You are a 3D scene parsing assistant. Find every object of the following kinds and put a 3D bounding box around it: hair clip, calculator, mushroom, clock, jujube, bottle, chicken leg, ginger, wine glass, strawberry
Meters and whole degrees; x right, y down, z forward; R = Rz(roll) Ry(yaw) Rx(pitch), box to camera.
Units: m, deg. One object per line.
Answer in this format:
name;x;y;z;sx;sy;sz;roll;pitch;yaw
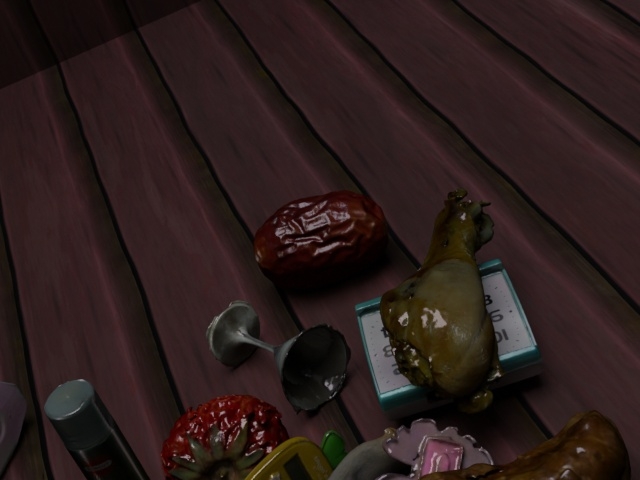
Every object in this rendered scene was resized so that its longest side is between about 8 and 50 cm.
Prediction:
hair clip;0.150;0.394;1.530;0.173;0.069;0.300;15;50;1
calculator;-0.048;0.371;1.615;0.235;0.146;0.032;-40;29;-25
mushroom;0.044;0.375;1.602;0.096;0.099;0.278;35;51;5
clock;0.207;0.171;1.789;0.262;0.116;0.231;-19;41;4
jujube;0.000;0.000;2.052;0.250;0.174;0.174;-11;36;0
bottle;-0.325;0.334;1.681;0.082;0.286;0.082;-14;36;10
chicken leg;0.204;0.071;1.723;0.201;0.153;0.429;6;40;12
ginger;0.275;0.347;1.456;0.321;0.172;0.165;-18;-2;-19
wine glass;-0.080;0.186;1.881;0.232;0.156;0.156;15;49;46
strawberry;-0.142;0.314;1.725;0.205;0.205;0.244;-16;16;7

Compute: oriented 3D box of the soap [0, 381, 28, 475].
soap;-0.638;0.363;1.870;0.115;0.208;0.347;-3;39;20
